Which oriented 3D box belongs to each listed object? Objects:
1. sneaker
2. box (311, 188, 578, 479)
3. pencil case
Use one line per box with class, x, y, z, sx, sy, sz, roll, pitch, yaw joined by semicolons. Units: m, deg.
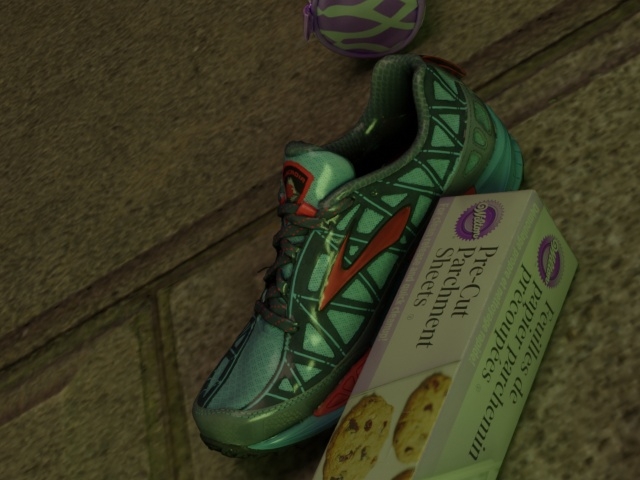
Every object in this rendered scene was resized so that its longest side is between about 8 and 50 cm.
sneaker;0.000;0.000;0.883;0.104;0.125;0.262;13;59;49
box;0.042;0.115;0.769;0.067;0.063;0.324;-2;48;39
pencil case;0.022;-0.214;1.139;0.088;0.086;0.206;-1;36;-7
